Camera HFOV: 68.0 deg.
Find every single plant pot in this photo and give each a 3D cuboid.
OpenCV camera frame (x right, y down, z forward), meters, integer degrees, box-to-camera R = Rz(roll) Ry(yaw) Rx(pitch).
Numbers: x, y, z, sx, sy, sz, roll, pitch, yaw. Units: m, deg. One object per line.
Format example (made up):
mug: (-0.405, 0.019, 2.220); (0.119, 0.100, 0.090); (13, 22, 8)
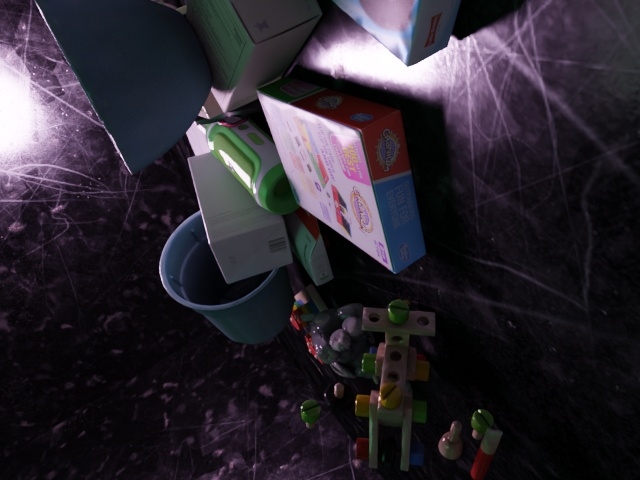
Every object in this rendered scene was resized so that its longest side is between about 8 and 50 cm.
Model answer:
plant pot: (-0.231, 0.120, 1.373); (0.341, 0.341, 0.334); (48, 165, 32)
plant pot: (-0.301, -0.284, 0.799); (0.290, 0.195, 0.290); (53, 162, 25)

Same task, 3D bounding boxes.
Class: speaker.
speaker: (-0.145, -0.179, 1.044); (0.296, 0.131, 0.131); (45, 159, 38)

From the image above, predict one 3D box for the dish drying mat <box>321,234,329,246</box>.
dish drying mat: (0.000, 0.000, 1.140); (0.032, 0.008, 0.083); (62, 163, -12)

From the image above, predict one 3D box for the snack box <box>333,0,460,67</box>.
snack box: (0.013, -0.333, 0.434); (0.322, 0.060, 0.187); (52, 161, 24)

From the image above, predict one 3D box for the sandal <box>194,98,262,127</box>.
sandal: (-0.194, -0.268, 1.025); (0.179, 0.067, 0.040); (-5, 124, 27)

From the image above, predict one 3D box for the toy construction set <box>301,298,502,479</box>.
toy construction set: (0.160, 0.243, 0.803); (0.309, 0.257, 0.237); (25, 135, 27)

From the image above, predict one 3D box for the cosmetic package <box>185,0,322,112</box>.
cosmetic package: (-0.123, -0.331, 0.741); (0.160, 0.113, 0.309); (62, 163, -9)

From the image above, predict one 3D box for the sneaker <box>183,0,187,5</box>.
sneaker: (-0.194, -0.459, 0.677); (0.323, 0.130, 0.236); (44, 156, 45)

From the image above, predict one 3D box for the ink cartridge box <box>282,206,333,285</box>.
ink cartridge box: (-0.047, -0.027, 1.118); (0.181, 0.056, 0.224); (53, 166, 46)

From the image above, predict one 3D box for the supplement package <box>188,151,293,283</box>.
supplement package: (-0.200, -0.077, 1.183); (0.177, 0.175, 0.293); (83, 166, -54)

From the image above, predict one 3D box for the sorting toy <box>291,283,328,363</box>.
sorting toy: (-0.018, 0.289, 1.552); (0.257, 0.089, 0.255); (57, 163, 6)

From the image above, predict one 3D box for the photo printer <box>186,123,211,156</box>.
photo printer: (-0.298, -0.283, 1.333); (0.256, 0.107, 0.307); (49, 161, 30)

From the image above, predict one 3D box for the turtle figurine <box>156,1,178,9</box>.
turtle figurine: (-0.396, -0.423, 1.136); (0.198, 0.275, 0.266); (57, -165, -65)

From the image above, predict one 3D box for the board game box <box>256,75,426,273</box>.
board game box: (0.026, -0.117, 0.764); (0.316, 0.064, 0.242); (38, 154, 49)

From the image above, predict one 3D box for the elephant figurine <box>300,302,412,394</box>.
elephant figurine: (0.087, 0.276, 1.150); (0.239, 0.169, 0.186); (51, -161, -31)

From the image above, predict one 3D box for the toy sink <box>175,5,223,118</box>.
toy sink: (-0.252, -0.387, 0.978); (0.153, 0.131, 0.234); (33, 150, 55)
